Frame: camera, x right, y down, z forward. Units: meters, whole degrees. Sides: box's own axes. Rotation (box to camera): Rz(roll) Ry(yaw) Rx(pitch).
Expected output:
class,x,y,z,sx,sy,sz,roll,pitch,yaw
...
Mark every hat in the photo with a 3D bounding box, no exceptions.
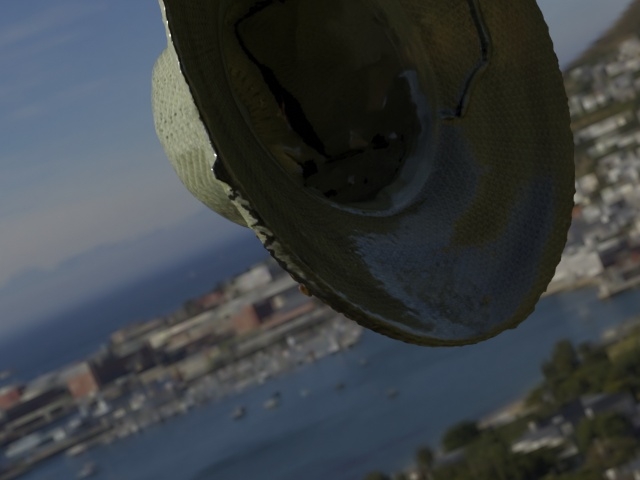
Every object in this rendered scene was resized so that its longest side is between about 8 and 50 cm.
class,x,y,z,sx,sy,sz,roll,pitch,yaw
hat,-0.009,-0.061,0.660,0.110,0.252,0.252,-23,2,41

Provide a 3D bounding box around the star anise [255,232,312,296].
class,x,y,z,sx,sy,sz,roll,pitch,yaw
star anise,0.000,0.000,1.037,0.070,0.097,0.190,-52,-26,2
